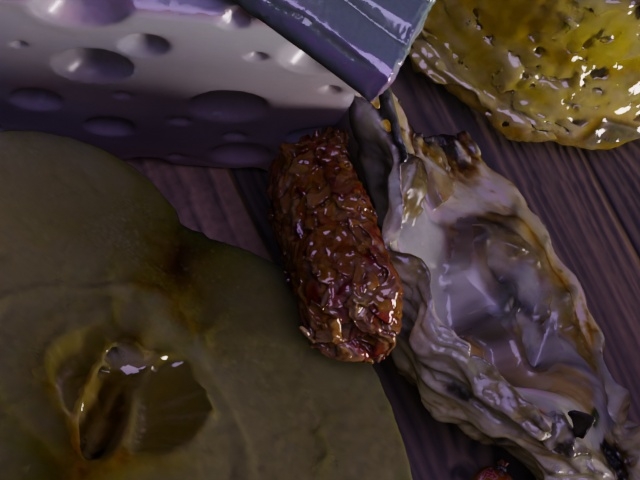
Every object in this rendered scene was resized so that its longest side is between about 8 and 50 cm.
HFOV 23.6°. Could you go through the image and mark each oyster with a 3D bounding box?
[{"bbox_3d":[0.108,0.056,1.007,0.354,0.107,0.201,60,25,9],"label":"oyster"}]

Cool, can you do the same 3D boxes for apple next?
[{"bbox_3d":[-0.121,0.108,0.831,0.312,0.320,0.360,-8,30,17],"label":"apple"}]

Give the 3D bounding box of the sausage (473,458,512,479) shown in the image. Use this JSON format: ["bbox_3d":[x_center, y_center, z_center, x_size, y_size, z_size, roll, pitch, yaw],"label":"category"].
[{"bbox_3d":[0.103,0.193,1.008,0.031,0.031,0.107,25,70,-6],"label":"sausage"}]

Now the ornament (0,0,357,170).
[{"bbox_3d":[-0.098,-0.199,0.961,0.240,0.240,0.239,4,72,-14],"label":"ornament"}]

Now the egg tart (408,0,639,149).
[{"bbox_3d":[0.186,-0.237,1.106,0.345,0.132,0.345,3,75,-12],"label":"egg tart"}]

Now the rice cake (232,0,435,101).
[{"bbox_3d":[-0.009,-0.196,0.835,0.198,0.037,0.189,30,69,-4],"label":"rice cake"}]

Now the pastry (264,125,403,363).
[{"bbox_3d":[0.001,-0.002,0.928,0.063,0.087,0.169,2,45,-24],"label":"pastry"}]
